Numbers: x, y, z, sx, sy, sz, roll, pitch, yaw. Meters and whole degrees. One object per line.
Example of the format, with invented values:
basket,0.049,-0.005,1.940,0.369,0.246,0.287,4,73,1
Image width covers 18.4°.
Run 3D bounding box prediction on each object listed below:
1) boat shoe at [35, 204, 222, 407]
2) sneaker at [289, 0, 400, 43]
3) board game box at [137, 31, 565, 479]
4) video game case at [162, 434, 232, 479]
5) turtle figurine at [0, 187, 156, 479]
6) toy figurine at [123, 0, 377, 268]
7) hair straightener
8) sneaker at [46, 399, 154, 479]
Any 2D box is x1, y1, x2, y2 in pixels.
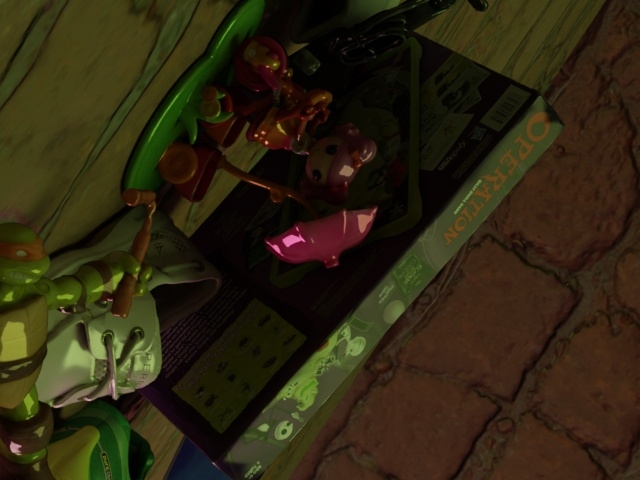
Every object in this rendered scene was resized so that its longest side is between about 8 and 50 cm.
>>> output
boat shoe,-0.149,0.062,1.343,0.277,0.096,0.098,-45,165,-53
sneaker,0.039,-0.221,1.446,0.094,0.080,0.212,-30,156,-44
board game box,0.000,0.000,1.456,0.347,0.208,0.056,-48,132,-5
video game case,-0.066,0.151,1.773,0.244,0.061,0.269,28,88,-86
turtle figurine,-0.198,0.076,1.158,0.269,0.087,0.217,-33,140,-56
toy figurine,-0.025,-0.059,1.378,0.173,0.159,0.130,-58,171,8
hair straightener,0.023,-0.131,1.426,0.230,0.047,0.089,-20,-170,39
sneaker,-0.187,0.223,1.679,0.123,0.109,0.295,-49,169,-21
